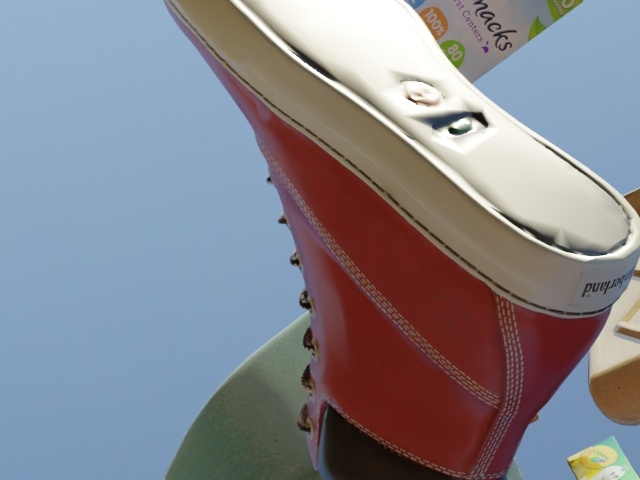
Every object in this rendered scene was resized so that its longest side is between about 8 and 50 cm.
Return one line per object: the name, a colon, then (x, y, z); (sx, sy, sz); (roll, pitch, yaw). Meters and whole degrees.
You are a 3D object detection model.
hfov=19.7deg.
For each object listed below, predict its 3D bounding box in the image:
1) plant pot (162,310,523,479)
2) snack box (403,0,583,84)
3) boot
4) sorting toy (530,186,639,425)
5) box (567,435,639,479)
plant pot: (0.016, 0.223, 1.582); (0.252, 0.247, 0.248); (-29, -151, -12)
snack box: (0.057, -0.128, 0.986); (0.141, 0.100, 0.037); (-36, -144, 0)
boot: (0.000, 0.000, 0.732); (0.244, 0.088, 0.176); (46, -48, 31)
sorting toy: (0.202, 0.024, 1.006); (0.307, 0.041, 0.229); (-27, -161, 17)
box: (0.216, 0.209, 1.206); (0.043, 0.105, 0.179); (-28, -163, 6)
